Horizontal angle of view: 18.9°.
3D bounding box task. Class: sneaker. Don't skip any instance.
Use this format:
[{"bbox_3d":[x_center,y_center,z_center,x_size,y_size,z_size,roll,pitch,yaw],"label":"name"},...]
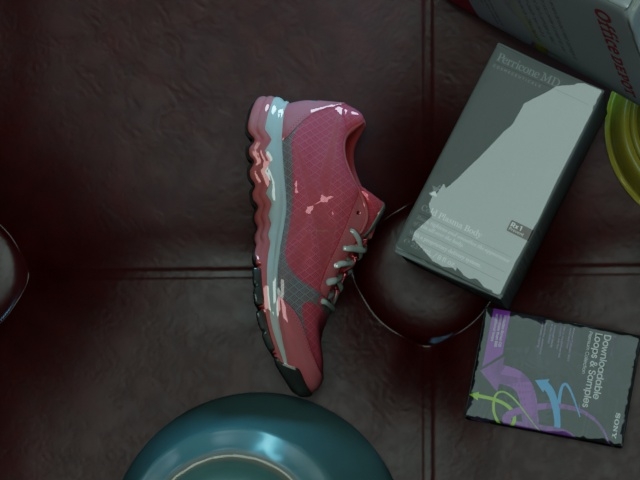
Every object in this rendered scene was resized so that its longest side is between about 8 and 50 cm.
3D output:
[{"bbox_3d":[0.000,0.000,1.945,0.136,0.116,0.313,-5,80,5],"label":"sneaker"}]

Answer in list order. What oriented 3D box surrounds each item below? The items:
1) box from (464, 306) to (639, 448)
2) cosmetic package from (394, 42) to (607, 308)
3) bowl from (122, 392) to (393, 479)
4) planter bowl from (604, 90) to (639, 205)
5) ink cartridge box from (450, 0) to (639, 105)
[{"bbox_3d":[0.235,0.138,1.937,0.162,0.029,0.116,10,82,7],"label":"box"},{"bbox_3d":[0.185,-0.064,1.940,0.127,0.107,0.238,24,87,13],"label":"cosmetic package"},{"bbox_3d":[-0.075,0.297,1.882,0.312,0.163,0.311,-1,80,7],"label":"bowl"},{"bbox_3d":[0.396,-0.122,1.930,0.217,0.090,0.217,-1,80,6],"label":"planter bowl"},{"bbox_3d":[0.228,-0.278,1.867,0.306,0.226,0.131,31,81,28],"label":"ink cartridge box"}]
